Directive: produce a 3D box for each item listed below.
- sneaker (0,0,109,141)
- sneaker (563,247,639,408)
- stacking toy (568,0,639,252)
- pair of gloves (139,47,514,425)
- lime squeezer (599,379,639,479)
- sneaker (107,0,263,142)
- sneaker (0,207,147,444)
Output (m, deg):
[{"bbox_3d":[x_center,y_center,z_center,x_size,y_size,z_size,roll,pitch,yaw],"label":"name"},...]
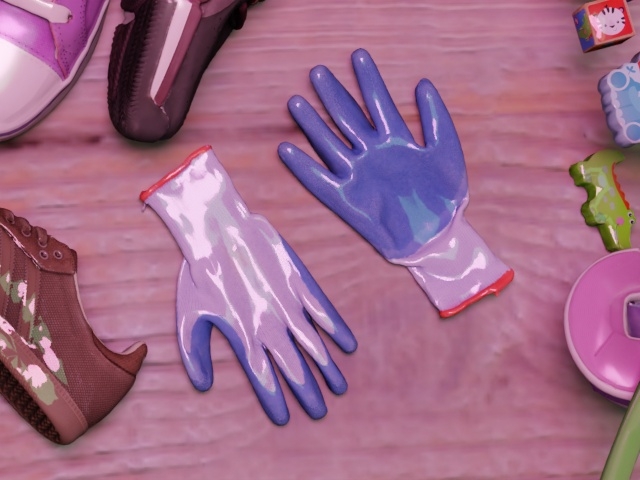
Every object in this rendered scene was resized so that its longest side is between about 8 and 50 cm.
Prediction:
[{"bbox_3d":[-0.130,-0.188,0.864,0.102,0.161,0.282,21,85,-9],"label":"sneaker"},{"bbox_3d":[0.241,0.051,0.936,0.236,0.104,0.095,-1,70,-1],"label":"sneaker"},{"bbox_3d":[0.159,-0.108,0.903,0.052,0.167,0.221,-15,88,-10],"label":"stacking toy"},{"bbox_3d":[0.000,0.000,0.944,0.198,0.023,0.159,-33,92,-10],"label":"pair of gloves"},{"bbox_3d":[0.168,0.196,0.912,0.110,0.059,0.310,-8,116,26],"label":"lime squeezer"},{"bbox_3d":[0.002,-0.165,0.916,0.162,0.106,0.281,20,89,-18],"label":"sneaker"},{"bbox_3d":[-0.166,0.014,0.903,0.071,0.066,0.188,-40,99,-26],"label":"sneaker"}]
